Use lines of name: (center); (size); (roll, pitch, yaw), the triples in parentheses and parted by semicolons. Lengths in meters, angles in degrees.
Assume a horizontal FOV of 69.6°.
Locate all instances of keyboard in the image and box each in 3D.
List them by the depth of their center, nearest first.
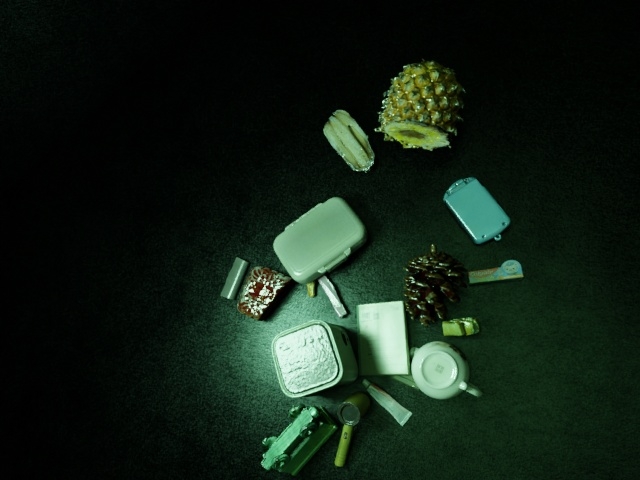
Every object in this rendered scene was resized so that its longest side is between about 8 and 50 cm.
keyboard: (0.326, 0.526, 1.768); (0.130, 0.015, 0.049); (19, 87, 22)

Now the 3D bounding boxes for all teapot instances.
teapot: (0.446, 0.479, 1.675); (0.298, 0.139, 0.204); (35, 87, 26)

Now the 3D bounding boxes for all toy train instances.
toy train: (-0.087, 0.754, 1.746); (0.300, 0.202, 0.120); (-49, 47, 1)

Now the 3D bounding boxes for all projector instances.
projector: (-0.017, 0.458, 1.775); (0.249, 0.249, 0.248); (-23, 69, 11)

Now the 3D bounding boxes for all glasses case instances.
glasses case: (-0.390, 0.174, 2.097); (0.072, 0.042, 0.190); (17, 81, 30)

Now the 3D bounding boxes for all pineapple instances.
pineapple: (0.404, -0.543, 1.863); (0.353, 0.352, 0.299); (7, 78, 20)

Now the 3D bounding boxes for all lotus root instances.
lotus root: (0.149, -0.440, 2.066); (0.167, 0.078, 0.329); (-43, 66, 29)

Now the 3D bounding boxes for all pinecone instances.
pinecone: (0.420, 0.170, 1.718); (0.244, 0.244, 0.308); (12, 98, 21)

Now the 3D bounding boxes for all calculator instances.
calculator: (0.621, -0.120, 1.823); (0.173, 0.051, 0.293); (-34, 68, 6)

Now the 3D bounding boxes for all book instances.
book: (0.241, 0.385, 1.809); (0.215, 0.025, 0.282); (-9, 73, 29)

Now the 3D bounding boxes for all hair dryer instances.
hair dryer: (0.108, 0.720, 1.745); (0.090, 0.135, 0.278); (16, 98, 22)

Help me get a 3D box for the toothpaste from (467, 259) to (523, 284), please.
toothpaste: (0.659, 0.123, 1.748); (0.194, 0.044, 0.070); (-9, 71, 16)

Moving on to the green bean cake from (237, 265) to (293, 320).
green bean cake: (-0.243, 0.234, 1.997); (0.199, 0.097, 0.232); (21, 83, 23)

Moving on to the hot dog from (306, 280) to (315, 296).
hot dog: (-0.040, 0.176, 1.981); (0.044, 0.028, 0.136); (-24, 64, 39)

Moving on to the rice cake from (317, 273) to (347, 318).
rice cake: (0.049, 0.231, 1.931); (0.047, 0.036, 0.206); (-29, 68, -1)

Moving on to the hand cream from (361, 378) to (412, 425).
hand cream: (0.248, 0.609, 1.763); (0.216, 0.038, 0.052); (39, 114, 18)

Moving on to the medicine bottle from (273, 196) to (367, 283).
medicine bottle: (0.000, 0.000, 1.954); (0.375, 0.123, 0.282); (-35, 62, 0)

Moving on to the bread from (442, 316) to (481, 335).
bread: (0.518, 0.316, 1.685); (0.118, 0.156, 0.064); (-6, 77, -19)
